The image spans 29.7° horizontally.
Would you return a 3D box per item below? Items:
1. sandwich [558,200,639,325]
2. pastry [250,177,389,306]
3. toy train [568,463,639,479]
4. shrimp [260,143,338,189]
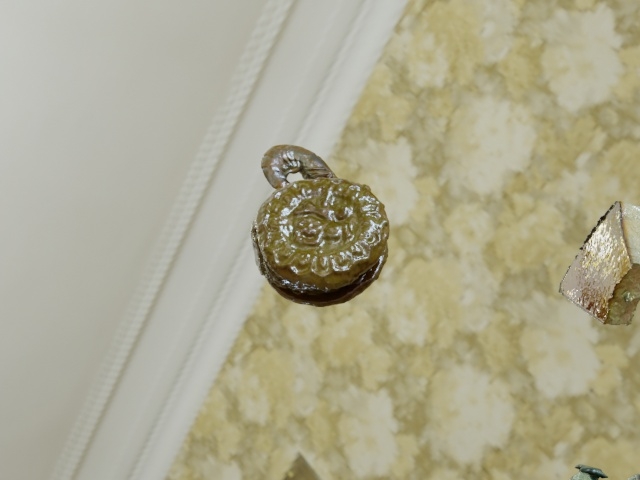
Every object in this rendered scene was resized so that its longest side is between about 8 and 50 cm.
[{"bbox_3d":[0.403,0.064,1.698,0.058,0.162,0.193,14,-45,-11],"label":"sandwich"},{"bbox_3d":[0.000,0.000,0.858,0.097,0.109,0.057,-9,-39,-3],"label":"pastry"},{"bbox_3d":[0.225,0.238,0.801,0.115,0.269,0.154,6,-93,-21],"label":"toy train"},{"bbox_3d":[-0.017,-0.086,1.720,0.095,0.162,0.045,-22,-35,-50],"label":"shrimp"}]
